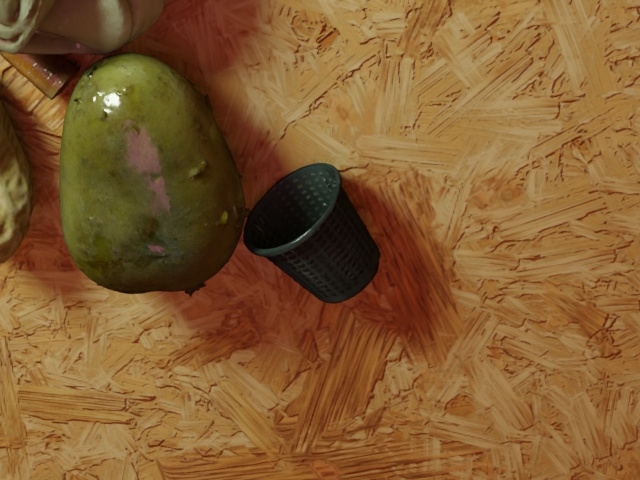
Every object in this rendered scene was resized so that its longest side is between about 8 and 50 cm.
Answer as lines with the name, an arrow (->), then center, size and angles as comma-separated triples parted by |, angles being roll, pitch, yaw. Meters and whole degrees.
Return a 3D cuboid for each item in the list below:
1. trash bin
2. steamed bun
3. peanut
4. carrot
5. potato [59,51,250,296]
trash bin -> 0.000, 0.000, 1.951 | 0.175, 0.175, 0.161 | -30, 125, 17
steamed bun -> -0.374, -0.391, 1.711 | 0.367, 0.255, 0.343 | 12, 120, -2
peanut -> -0.501, -0.118, 1.915 | 0.140, 0.153, 0.325 | -17, 108, -4
carrot -> -0.442, -0.287, 1.883 | 0.209, 0.061, 0.061 | 40, 113, -10
potato -> -0.234, -0.088, 1.868 | 0.269, 0.219, 0.359 | 2, 122, 1
